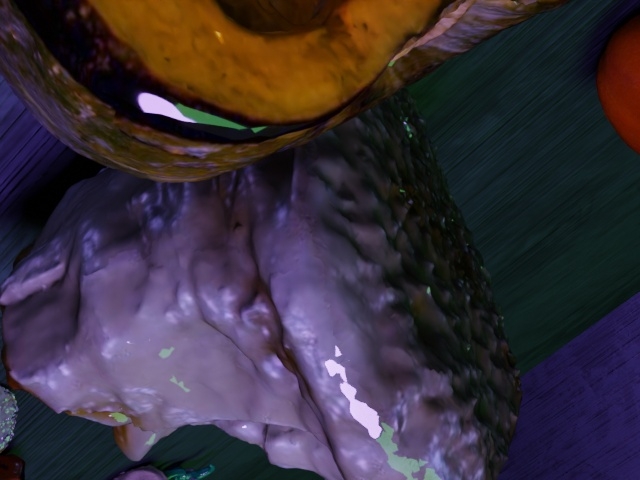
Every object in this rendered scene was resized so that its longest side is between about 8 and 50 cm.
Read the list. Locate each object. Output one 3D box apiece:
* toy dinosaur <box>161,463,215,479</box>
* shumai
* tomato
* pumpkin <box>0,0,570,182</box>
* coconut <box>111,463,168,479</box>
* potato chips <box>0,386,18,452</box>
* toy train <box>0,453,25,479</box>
[{"bbox_3d":[-0.232,0.388,1.821,0.132,0.059,0.096,-18,153,-14],"label":"toy dinosaur"},{"bbox_3d":[-0.055,0.041,0.816,0.323,0.397,0.324,-20,125,16],"label":"shumai"},{"bbox_3d":[0.427,-0.183,1.215,0.260,0.180,0.260,-30,160,-12],"label":"tomato"},{"bbox_3d":[-0.043,-0.161,0.550,0.325,0.242,0.232,-25,-170,-33],"label":"pumpkin"},{"bbox_3d":[-0.275,0.401,1.720,0.110,0.110,0.124,-22,157,-26],"label":"coconut"},{"bbox_3d":[-0.374,0.183,1.071,0.167,0.059,0.228,-24,166,-4],"label":"potato chips"},{"bbox_3d":[-0.441,0.288,1.148,0.409,0.089,0.086,6,103,-60],"label":"toy train"}]
